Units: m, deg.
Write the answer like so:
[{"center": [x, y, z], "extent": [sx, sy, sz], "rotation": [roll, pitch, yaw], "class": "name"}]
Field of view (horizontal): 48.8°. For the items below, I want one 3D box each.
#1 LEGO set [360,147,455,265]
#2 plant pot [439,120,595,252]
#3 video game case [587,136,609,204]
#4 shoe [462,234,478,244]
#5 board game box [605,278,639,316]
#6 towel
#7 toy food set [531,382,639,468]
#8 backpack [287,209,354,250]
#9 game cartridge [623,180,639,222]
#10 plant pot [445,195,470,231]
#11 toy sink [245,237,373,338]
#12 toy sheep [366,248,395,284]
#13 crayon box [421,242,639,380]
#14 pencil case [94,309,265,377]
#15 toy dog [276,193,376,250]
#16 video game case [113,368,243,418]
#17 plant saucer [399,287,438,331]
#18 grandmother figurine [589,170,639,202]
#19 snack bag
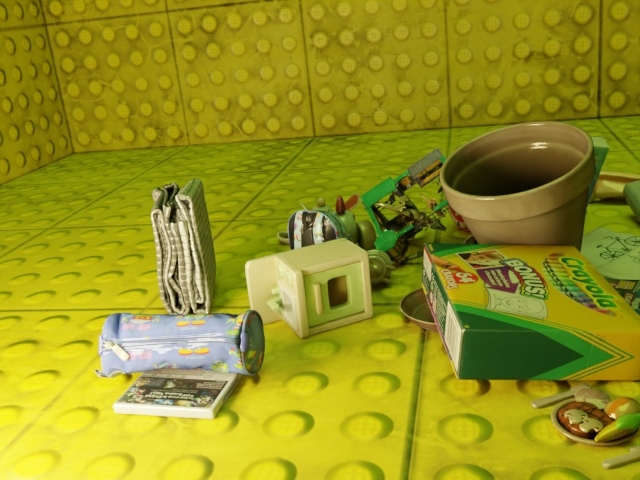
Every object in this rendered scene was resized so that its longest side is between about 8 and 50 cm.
[{"center": [0.276, -0.066, 1.817], "extent": [0.331, 0.192, 0.255], "rotation": [-40, 46, 8], "class": "LEGO set"}, {"center": [0.454, -0.065, 1.563], "extent": [0.323, 0.280, 0.323], "rotation": [-17, 28, 9], "class": "plant pot"}, {"center": [0.546, -0.136, 1.747], "extent": [0.244, 0.269, 0.061], "rotation": [5, 34, -4], "class": "video game case"}, {"center": [0.401, 0.013, 1.752], "extent": [0.076, 0.058, 0.219], "rotation": [9, 24, 38], "class": "shoe"}, {"center": [0.628, 0.128, 1.343], "extent": [0.194, 0.060, 0.194], "rotation": [6, 22, 34], "class": "board game box"}, {"center": [-0.324, 0.012, 1.645], "extent": [0.121, 0.283, 0.235], "rotation": [-8, 18, -2], "class": "towel"}, {"center": [0.414, 0.260, 1.058], "extent": [0.132, 0.038, 0.192], "rotation": [-12, 20, -16], "class": "toy food set"}, {"center": [0.000, 0.000, 1.743], "extent": [0.158, 0.173, 0.117], "rotation": [6, 22, 33], "class": "backpack"}, {"center": [0.966, -0.099, 1.829], "extent": [0.294, 0.060, 0.196], "rotation": [-7, 40, 4], "class": "game cartridge"}, {"center": [0.449, -0.125, 1.941], "extent": [0.174, 0.191, 0.191], "rotation": [-15, 21, -17], "class": "plant pot"}, {"center": [-0.021, 0.105, 1.480], "extent": [0.234, 0.152, 0.131], "rotation": [-12, 20, -20], "class": "toy sink"}, {"center": [0.129, 0.062, 1.666], "extent": [0.091, 0.091, 0.132], "rotation": [-5, 5, 3], "class": "toy sheep"}, {"center": [0.373, 0.117, 1.303], "extent": [0.313, 0.106, 0.363], "rotation": [0, 23, -2], "class": "crayon box"}, {"center": [-0.257, 0.188, 1.287], "extent": [0.306, 0.119, 0.133], "rotation": [-3, -5, 9], "class": "pencil case"}, {"center": [0.028, -0.070, 1.956], "extent": [0.220, 0.161, 0.334], "rotation": [-18, 22, -31], "class": "toy dog"}, {"center": [-0.250, 0.265, 1.285], "extent": [0.190, 0.022, 0.173], "rotation": [0, 19, 15], "class": "video game case"}, {"center": [0.263, 0.143, 1.453], "extent": [0.199, 0.036, 0.198], "rotation": [-5, 18, 2], "class": "plant saucer"}, {"center": [0.947, -0.155, 2.012], "extent": [0.342, 0.104, 0.208], "rotation": [0, 28, 27], "class": "grandmother figurine"}, {"center": [0.706, 0.035, 1.626], "extent": [0.323, 0.037, 0.342], "rotation": [-20, 23, -33], "class": "snack bag"}]
